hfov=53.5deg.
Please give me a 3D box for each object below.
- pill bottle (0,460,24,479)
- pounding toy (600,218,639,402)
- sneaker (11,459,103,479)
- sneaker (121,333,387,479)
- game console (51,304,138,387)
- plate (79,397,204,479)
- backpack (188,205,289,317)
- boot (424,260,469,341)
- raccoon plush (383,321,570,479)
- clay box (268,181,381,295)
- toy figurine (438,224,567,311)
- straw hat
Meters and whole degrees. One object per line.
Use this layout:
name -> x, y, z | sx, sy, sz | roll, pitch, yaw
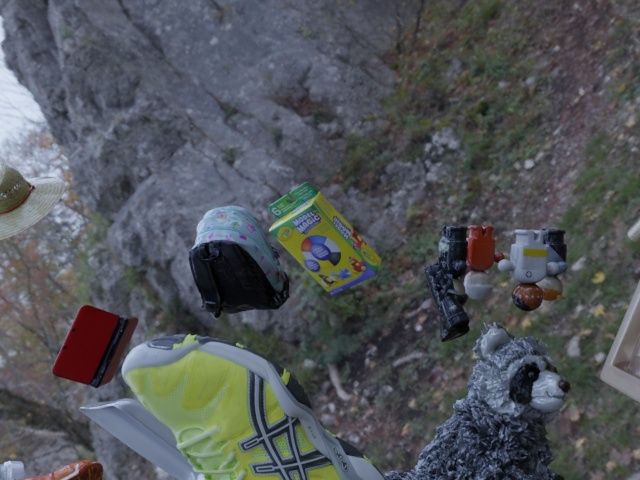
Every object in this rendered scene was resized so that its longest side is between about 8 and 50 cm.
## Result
pill bottle -> -0.674, 0.457, 1.183 | 0.208, 0.117, 0.117 | 14, -51, -33
pounding toy -> 0.264, 0.015, 0.386 | 0.181, 0.094, 0.206 | 5, -72, -86
sneaker -> -0.290, 0.262, 0.661 | 0.175, 0.067, 0.064 | 23, -102, -72
sneaker -> -0.066, 0.252, 0.711 | 0.145, 0.385, 0.147 | -35, 20, 37
game console -> -0.434, 0.203, 1.235 | 0.124, 0.085, 0.144 | 92, -158, -85
plate -> -0.275, 0.356, 1.116 | 0.277, 0.278, 0.045 | -25, 28, 56
backpack -> -0.142, 0.035, 1.044 | 0.152, 0.182, 0.115 | -13, 44, 12
boot -> 0.186, 0.092, 0.953 | 0.045, 0.099, 0.121 | -19, -25, -2
raccoon plush -> 0.234, 0.325, 1.140 | 0.446, 0.299, 0.216 | -16, -29, 31
clay box -> 0.000, 0.000, 1.246 | 0.127, 0.222, 0.053 | -30, 22, 38
toy figurine -> 0.321, 0.050, 1.124 | 0.213, 0.210, 0.148 | -2, -84, -59
straw hat -> -0.399, -0.064, 0.798 | 0.144, 0.144, 0.061 | -46, -45, -32
